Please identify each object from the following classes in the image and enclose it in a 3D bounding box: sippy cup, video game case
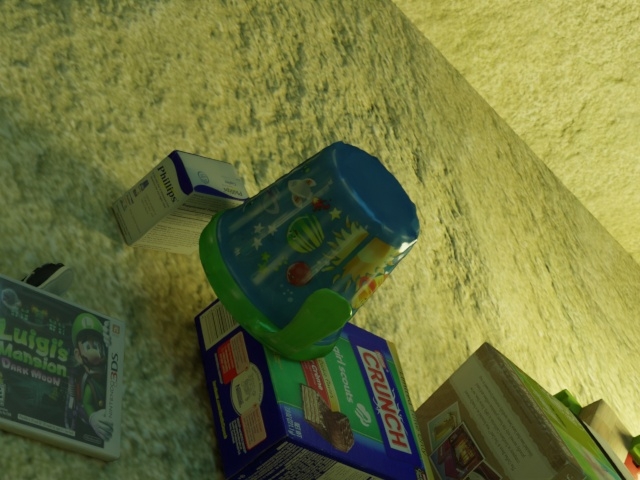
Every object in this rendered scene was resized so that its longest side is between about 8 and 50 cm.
[{"bbox_3d":[0.000,0.000,1.683,0.240,0.224,0.305,13,42,-52],"label":"sippy cup"},{"bbox_3d":[-0.298,0.143,1.460,0.190,0.022,0.173,27,49,-42],"label":"video game case"}]

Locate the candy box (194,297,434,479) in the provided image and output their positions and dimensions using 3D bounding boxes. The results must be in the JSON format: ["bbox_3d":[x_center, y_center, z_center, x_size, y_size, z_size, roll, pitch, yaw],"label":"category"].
[{"bbox_3d":[-0.003,0.227,1.774,0.317,0.122,0.268,29,33,-42],"label":"candy box"}]

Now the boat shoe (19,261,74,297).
[{"bbox_3d":[-0.338,0.061,1.520,0.038,0.046,0.125,17,36,21],"label":"boat shoe"}]

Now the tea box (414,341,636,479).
[{"bbox_3d":[0.322,0.381,1.920,0.323,0.220,0.329,38,11,-27],"label":"tea box"}]

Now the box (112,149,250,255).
[{"bbox_3d":[-0.190,-0.050,1.786,0.126,0.137,0.072,11,48,-54],"label":"box"}]

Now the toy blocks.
[{"bbox_3d":[0.520,0.476,2.315,0.381,0.190,0.261,50,38,-6],"label":"toy blocks"}]
